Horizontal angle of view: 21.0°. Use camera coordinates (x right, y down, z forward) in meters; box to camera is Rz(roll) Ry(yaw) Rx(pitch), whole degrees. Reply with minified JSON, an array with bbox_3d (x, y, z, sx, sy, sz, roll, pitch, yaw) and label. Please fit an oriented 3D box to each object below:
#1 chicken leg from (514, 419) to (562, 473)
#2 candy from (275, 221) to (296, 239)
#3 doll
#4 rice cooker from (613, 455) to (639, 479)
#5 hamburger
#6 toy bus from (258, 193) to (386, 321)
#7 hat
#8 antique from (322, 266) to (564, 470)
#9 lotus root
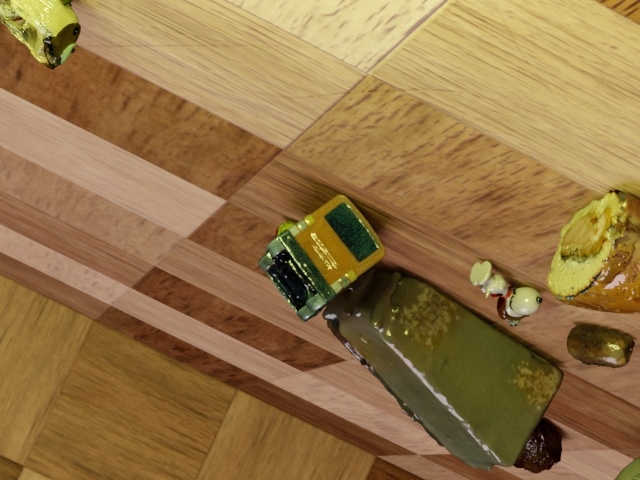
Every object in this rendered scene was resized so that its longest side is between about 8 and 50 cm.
[{"bbox_3d":[0.298,0.292,2.492,0.105,0.063,0.234,20,166,2],"label":"chicken leg"},{"bbox_3d":[0.000,0.000,1.923,0.123,0.035,0.035,5,161,38],"label":"candy"},{"bbox_3d":[0.186,0.055,1.759,0.085,0.040,0.058,24,156,-15],"label":"doll"},{"bbox_3d":[0.483,0.388,2.195,0.244,0.226,0.226,16,165,42],"label":"rice cooker"},{"bbox_3d":[0.248,0.025,1.391,0.102,0.087,0.176,27,165,-3],"label":"hamburger"},{"bbox_3d":[0.001,0.019,1.808,0.091,0.103,0.182,53,168,3],"label":"toy bus"},{"bbox_3d":[-0.237,-0.195,1.484,0.076,0.059,0.077,39,165,13],"label":"hat"},{"bbox_3d":[0.134,0.132,2.011,0.284,0.150,0.125,39,159,-23],"label":"antique"},{"bbox_3d":[0.284,0.109,1.795,0.030,0.037,0.083,38,163,-34],"label":"lotus root"}]
